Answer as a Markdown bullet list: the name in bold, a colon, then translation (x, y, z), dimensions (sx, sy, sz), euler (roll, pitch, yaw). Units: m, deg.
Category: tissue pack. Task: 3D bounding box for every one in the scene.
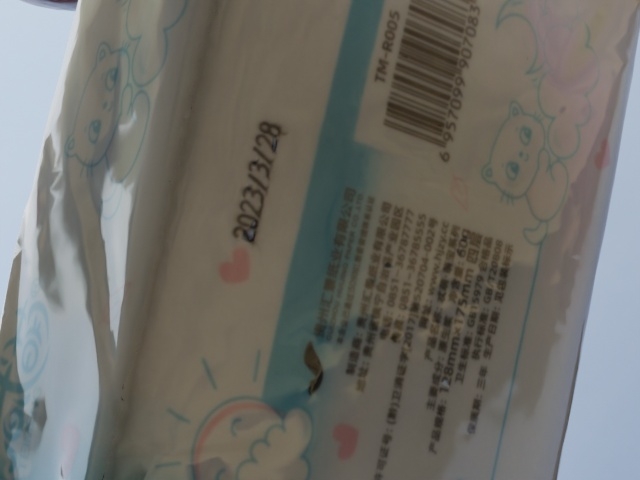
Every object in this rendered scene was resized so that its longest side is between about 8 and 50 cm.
- **tissue pack**: translation (-0.002, -0.001, 0.564), dimensions (0.201, 0.271, 0.124), euler (18, 172, -40)

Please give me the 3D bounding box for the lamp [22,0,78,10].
- **lamp**: translation (-0.105, -0.273, 0.868), dimensions (0.239, 0.305, 0.305), euler (9, -160, -14)
